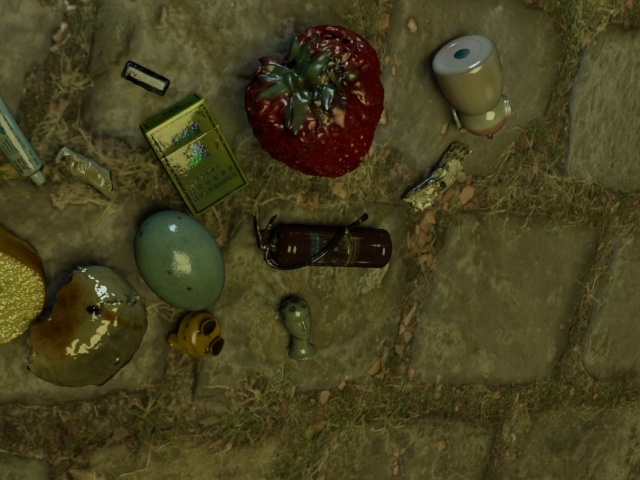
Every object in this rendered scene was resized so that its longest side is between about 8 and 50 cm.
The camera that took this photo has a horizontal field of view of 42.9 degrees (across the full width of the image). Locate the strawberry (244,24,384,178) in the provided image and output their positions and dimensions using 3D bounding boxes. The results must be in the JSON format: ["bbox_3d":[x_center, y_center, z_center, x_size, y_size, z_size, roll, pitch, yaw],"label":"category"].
[{"bbox_3d":[0.018,-0.262,1.689,0.312,0.267,0.351,-45,148,-9],"label":"strawberry"}]

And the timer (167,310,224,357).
[{"bbox_3d":[-0.281,0.211,1.839,0.107,0.109,0.107,-12,105,-51],"label":"timer"}]

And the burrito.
[{"bbox_3d":[-0.460,-0.134,1.619,0.055,0.041,0.149,-43,127,12],"label":"burrito"}]

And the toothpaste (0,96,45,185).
[{"bbox_3d":[-0.596,-0.214,1.516,0.069,0.047,0.268,-24,119,7],"label":"toothpaste"}]

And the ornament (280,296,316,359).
[{"bbox_3d":[-0.051,0.208,1.946,0.075,0.081,0.156,-19,123,-21],"label":"ornament"}]

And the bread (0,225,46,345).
[{"bbox_3d":[-0.604,0.082,1.592,0.134,0.129,0.260,-14,118,-29],"label":"bread"}]

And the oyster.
[{"bbox_3d":[0.282,-0.150,1.982,0.200,0.061,0.106,-33,140,-7],"label":"oyster"}]

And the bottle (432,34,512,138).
[{"bbox_3d":[0.360,-0.340,1.880,0.147,0.147,0.236,-38,130,-7],"label":"bottle"}]

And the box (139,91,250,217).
[{"bbox_3d":[-0.259,-0.176,1.687,0.141,0.064,0.220,-33,124,-10],"label":"box"}]

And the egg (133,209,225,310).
[{"bbox_3d":[-0.291,0.045,1.703,0.169,0.169,0.236,-32,122,-11],"label":"egg"}]

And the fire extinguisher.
[{"bbox_3d":[0.000,0.000,1.870,0.341,0.105,0.141,3,95,-28],"label":"fire extinguisher"}]

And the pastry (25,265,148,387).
[{"bbox_3d":[-0.450,0.200,1.651,0.256,0.170,0.237,-54,153,-13],"label":"pastry"}]

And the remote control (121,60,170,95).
[{"bbox_3d":[-0.345,-0.319,1.613,0.096,0.014,0.039,23,100,-31],"label":"remote control"}]
